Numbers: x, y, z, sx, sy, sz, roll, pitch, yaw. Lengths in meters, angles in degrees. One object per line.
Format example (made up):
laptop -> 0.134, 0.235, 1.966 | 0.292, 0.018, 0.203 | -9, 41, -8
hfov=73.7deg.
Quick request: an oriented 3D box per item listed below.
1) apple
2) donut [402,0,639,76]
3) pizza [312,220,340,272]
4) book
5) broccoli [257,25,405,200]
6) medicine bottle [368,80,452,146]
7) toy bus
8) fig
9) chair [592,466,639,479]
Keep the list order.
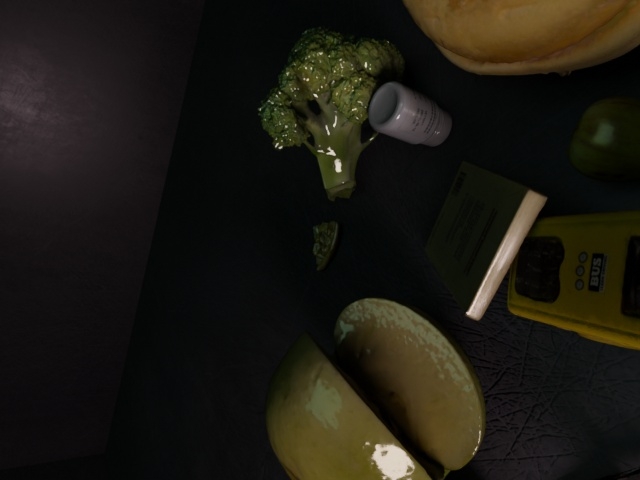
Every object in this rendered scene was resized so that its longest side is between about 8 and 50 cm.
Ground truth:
apple -> 0.075, 0.228, 0.588 | 0.254, 0.291, 0.292 | 44, 120, 28
donut -> 0.235, -0.396, 0.469 | 0.449, 0.198, 0.449 | 52, 153, 40
pizza -> 0.000, 0.000, 0.951 | 0.108, 0.026, 0.123 | 46, 121, 50
book -> 0.204, -0.016, 0.573 | 0.231, 0.026, 0.161 | -84, 14, -72
broccoli -> 0.025, -0.226, 0.766 | 0.186, 0.253, 0.303 | 19, 98, 54
medicine bottle -> 0.149, -0.201, 0.697 | 0.080, 0.130, 0.081 | -12, 74, 51
toy bus -> 0.307, 0.040, 0.345 | 0.331, 0.151, 0.145 | 178, 102, -80
fig -> 0.357, -0.091, 0.463 | 0.166, 0.093, 0.093 | 28, 111, 11
chair -> 0.288, 0.291, 0.434 | 0.212, 0.101, 0.084 | -49, 47, 36
